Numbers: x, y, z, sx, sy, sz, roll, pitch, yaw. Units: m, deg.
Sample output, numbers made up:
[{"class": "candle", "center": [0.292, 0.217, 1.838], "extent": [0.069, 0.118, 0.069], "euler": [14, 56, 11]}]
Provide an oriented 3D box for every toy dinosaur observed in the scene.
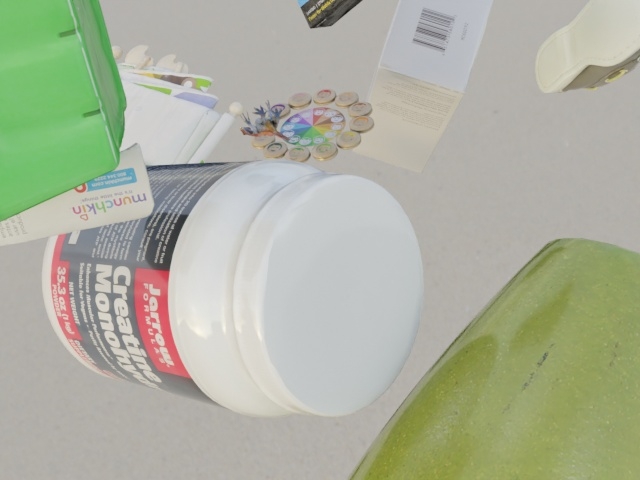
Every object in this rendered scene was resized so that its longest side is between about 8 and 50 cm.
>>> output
[{"class": "toy dinosaur", "center": [-0.079, -0.145, 1.154], "extent": [0.047, 0.082, 0.090], "euler": [-8, 66, -19]}]

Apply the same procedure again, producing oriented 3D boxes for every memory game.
[{"class": "memory game", "center": [-0.012, -0.170, 1.300], "extent": [0.186, 0.012, 0.186], "euler": [-8, 40, 7]}]

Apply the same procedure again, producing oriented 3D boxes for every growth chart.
[{"class": "growth chart", "center": [-0.197, -0.137, 0.989], "extent": [0.237, 0.021, 0.172], "euler": [26, 69, 32]}]

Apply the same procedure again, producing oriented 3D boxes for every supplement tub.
[{"class": "supplement tub", "center": [-0.076, 0.033, 0.703], "extent": [0.272, 0.191, 0.191], "euler": [3, 42, 45]}]

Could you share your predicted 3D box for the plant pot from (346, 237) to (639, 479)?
[{"class": "plant pot", "center": [0.169, 0.157, 0.635], "extent": [0.275, 0.275, 0.293], "euler": [17, 75, 41]}]

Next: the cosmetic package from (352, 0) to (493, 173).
[{"class": "cosmetic package", "center": [0.171, -0.285, 1.587], "extent": [0.155, 0.365, 0.197], "euler": [18, 75, 2]}]

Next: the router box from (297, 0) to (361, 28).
[{"class": "router box", "center": [0.028, -0.366, 1.099], "extent": [0.046, 0.133, 0.179], "euler": [-20, -7, -45]}]

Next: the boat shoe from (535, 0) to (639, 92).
[{"class": "boat shoe", "center": [0.421, -0.289, 1.286], "extent": [0.091, 0.109, 0.305], "euler": [-2, -7, -15]}]

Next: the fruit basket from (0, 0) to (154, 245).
[{"class": "fruit basket", "center": [-0.311, -0.124, 0.553], "extent": [0.353, 0.327, 0.165], "euler": [-8, 33, 4]}]
